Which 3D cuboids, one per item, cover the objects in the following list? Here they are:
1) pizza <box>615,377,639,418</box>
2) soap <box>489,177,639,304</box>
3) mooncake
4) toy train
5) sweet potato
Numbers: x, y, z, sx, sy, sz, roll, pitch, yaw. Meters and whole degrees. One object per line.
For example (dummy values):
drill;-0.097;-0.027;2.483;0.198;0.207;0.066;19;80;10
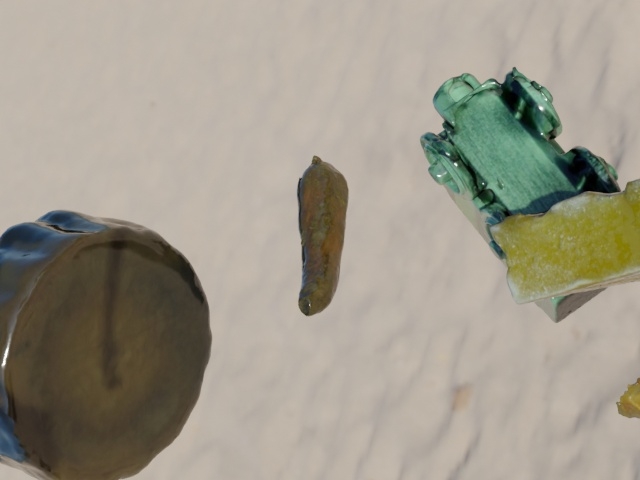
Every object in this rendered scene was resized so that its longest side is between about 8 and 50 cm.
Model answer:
pizza;0.325;0.103;1.318;0.178;0.131;0.041;-9;98;28
soap;0.330;-0.009;1.703;0.199;0.315;0.091;-16;83;34
mooncake;-0.259;0.110;1.802;0.161;0.290;0.290;11;82;42
toy train;0.235;-0.053;1.970;0.167;0.238;0.299;-34;68;-4
sweet potato;0.000;0.000;2.415;0.075;0.075;0.273;-45;33;46
